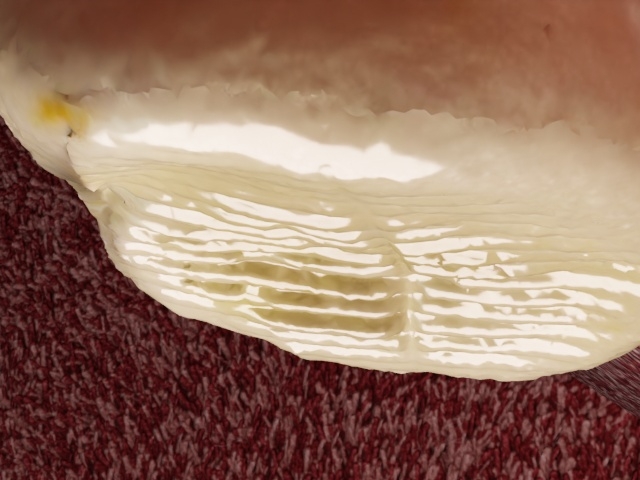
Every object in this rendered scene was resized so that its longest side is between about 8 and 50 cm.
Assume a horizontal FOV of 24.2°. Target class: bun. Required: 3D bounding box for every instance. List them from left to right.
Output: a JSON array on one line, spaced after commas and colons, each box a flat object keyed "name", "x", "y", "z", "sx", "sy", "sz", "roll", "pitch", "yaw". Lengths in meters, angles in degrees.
[{"name": "bun", "x": 0.012, "y": -0.049, "z": 0.441, "sx": 0.229, "sy": 0.145, "sz": 0.229, "roll": 6, "pitch": 156, "yaw": 3}]
